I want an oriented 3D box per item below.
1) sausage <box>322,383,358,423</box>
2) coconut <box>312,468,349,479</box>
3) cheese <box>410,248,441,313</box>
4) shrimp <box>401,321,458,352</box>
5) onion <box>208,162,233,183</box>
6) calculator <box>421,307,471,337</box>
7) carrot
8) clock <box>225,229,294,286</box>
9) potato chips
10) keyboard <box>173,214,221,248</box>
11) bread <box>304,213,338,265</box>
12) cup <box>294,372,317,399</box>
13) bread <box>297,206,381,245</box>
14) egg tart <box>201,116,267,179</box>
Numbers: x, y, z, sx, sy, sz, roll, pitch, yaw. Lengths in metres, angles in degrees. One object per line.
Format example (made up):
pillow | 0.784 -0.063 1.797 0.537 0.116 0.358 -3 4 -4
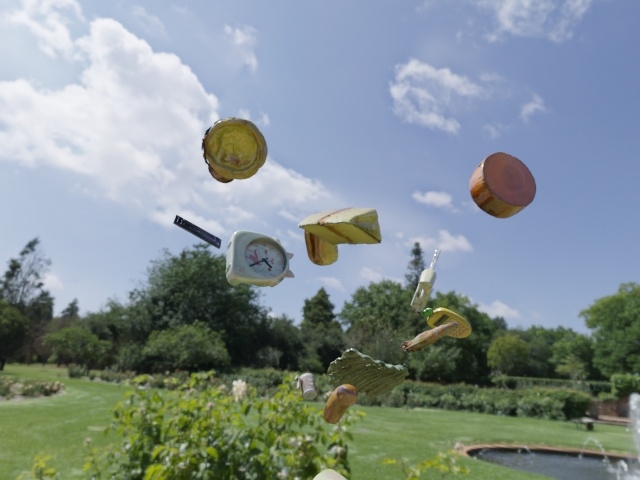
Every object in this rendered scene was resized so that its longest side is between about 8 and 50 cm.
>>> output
sausage | 0.091 0.727 1.973 0.109 0.108 0.270 10 -44 -15
coconut | 0.034 0.882 1.454 0.236 0.204 0.236 -1 9 0
cheese | 0.367 0.123 1.482 0.050 0.235 0.127 20 -39 16
shrimp | 0.387 0.342 1.560 0.236 0.053 0.133 -40 -15 34
onion | -0.437 -0.347 2.028 0.150 0.140 0.150 16 -53 22
calculator | 0.576 0.374 2.008 0.235 0.032 0.146 30 -45 1
carrot | 0.734 -0.224 1.750 0.307 0.258 0.100 -20 -8 -30
clock | -0.278 0.102 2.070 0.324 0.265 0.108 13 -36 -24
potato chips | 0.234 0.646 2.093 0.373 0.097 0.389 16 -44 -11
keyboard | -0.479 -0.034 1.717 0.204 0.061 0.013 32 -63 -24
bread | 0.000 0.000 1.896 0.106 0.236 0.140 -19 20 -34
cup | -0.062 0.665 2.013 0.074 0.099 0.102 -28 -55 2
bread | 0.053 -0.026 1.427 0.240 0.135 0.178 0 16 44
egg tart | -0.368 -0.392 1.886 0.279 0.278 0.095 8 4 -11
